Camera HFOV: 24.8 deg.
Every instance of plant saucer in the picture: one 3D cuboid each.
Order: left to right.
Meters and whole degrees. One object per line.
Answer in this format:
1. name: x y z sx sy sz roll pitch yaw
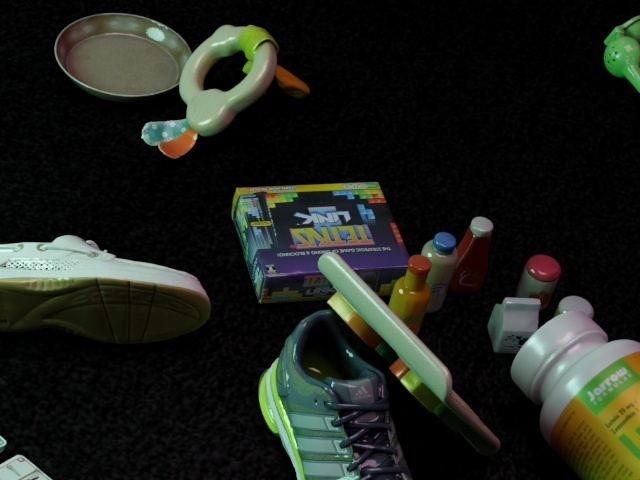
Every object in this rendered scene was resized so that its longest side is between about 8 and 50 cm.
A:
1. plant saucer: -0.242 -0.220 1.789 0.168 0.029 0.168 7 42 -7

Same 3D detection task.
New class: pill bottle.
1. pill bottle: 0.301 0.184 1.415 0.136 0.136 0.245 -20 52 -31

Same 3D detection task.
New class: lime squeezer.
1. lime squeezer: 0.443 -0.264 1.997 0.110 0.059 0.310 14 41 1

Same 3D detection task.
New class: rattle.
1. rattle: -0.113 -0.150 1.752 0.130 0.143 0.199 18 70 19

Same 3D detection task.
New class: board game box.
1. board game box: 0.000 0.000 1.601 0.170 0.048 0.141 -4 44 -18

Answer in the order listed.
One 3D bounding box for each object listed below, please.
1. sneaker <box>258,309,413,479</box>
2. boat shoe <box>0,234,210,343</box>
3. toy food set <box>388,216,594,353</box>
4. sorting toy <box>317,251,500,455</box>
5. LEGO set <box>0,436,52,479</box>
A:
1. sneaker: 0.029 0.191 1.347 0.111 0.121 0.300 -13 48 -26
2. boat shoe: -0.247 0.037 1.459 0.277 0.098 0.096 5 43 -8
3. toy food set: 0.184 0.044 1.558 0.232 0.104 0.111 3 43 -11
4. sorting toy: 0.082 0.117 1.403 0.038 0.208 0.193 -42 59 -3
5. LEGO set: -0.335 0.262 1.247 0.182 0.060 0.244 33 36 25
